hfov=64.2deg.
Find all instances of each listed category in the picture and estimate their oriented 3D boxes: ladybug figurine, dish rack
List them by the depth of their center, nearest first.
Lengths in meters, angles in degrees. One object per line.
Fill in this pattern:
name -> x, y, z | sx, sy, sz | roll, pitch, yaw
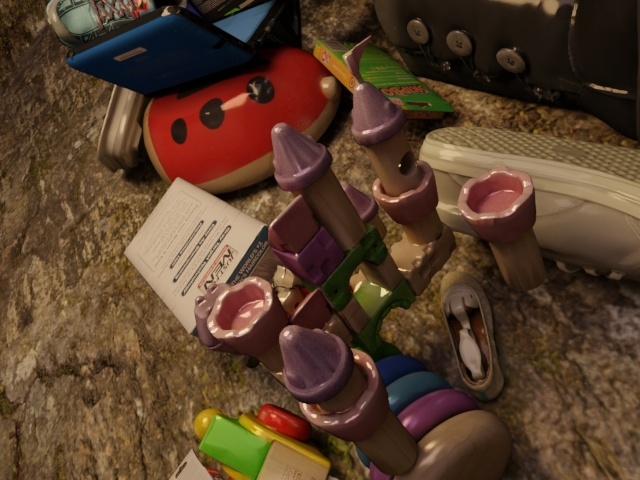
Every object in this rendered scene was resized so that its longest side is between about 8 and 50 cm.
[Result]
ladybug figurine -> -0.170, -0.244, 0.965 | 0.450, 0.162, 0.304 | -12, 57, 29
dish rack -> -0.394, -0.309, 1.118 | 0.285, 0.073, 0.332 | 178, 107, -75

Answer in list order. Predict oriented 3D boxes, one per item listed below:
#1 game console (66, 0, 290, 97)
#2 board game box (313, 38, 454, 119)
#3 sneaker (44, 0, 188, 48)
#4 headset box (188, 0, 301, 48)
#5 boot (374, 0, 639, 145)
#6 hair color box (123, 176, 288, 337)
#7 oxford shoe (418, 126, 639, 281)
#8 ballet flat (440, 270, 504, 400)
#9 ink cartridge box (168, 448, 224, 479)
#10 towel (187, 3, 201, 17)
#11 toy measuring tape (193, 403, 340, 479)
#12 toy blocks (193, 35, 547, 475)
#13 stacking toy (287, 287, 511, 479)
game console -> -0.235, -0.360, 0.861 | 0.293, 0.250, 0.173 | -3, 83, 36
board game box -> 0.096, -0.260, 0.825 | 0.259, 0.124, 0.039 | 56, 141, 44
sneaker -> -0.347, -0.411, 0.892 | 0.125, 0.104, 0.262 | -6, 23, 43
headset box -> -0.173, -0.544, 1.069 | 0.131, 0.283, 0.246 | -21, 52, 24
boot -> 0.233, -0.313, 0.601 | 0.146, 0.367, 0.445 | -36, 46, -10
hair color box -> -0.179, 0.024, 0.806 | 0.173, 0.105, 0.347 | -57, 37, -5
oxford shoe -> 0.308, -0.021, 0.530 | 0.450, 0.129, 0.169 | 19, 30, 33
ballet flat -> 0.172, 0.098, 0.590 | 0.057, 0.052, 0.168 | -25, 51, 21
ink cartridge box -> -0.157, 0.344, 0.685 | 0.115, 0.029, 0.062 | 33, 85, 44
towel -> -0.323, -0.528, 1.313 | 0.228, 0.076, 0.308 | -44, 47, 14
toy measuring tape -> -0.003, 0.280, 0.593 | 0.330, 0.121, 0.121 | 20, 75, 18
toy blocks -> 0.000, 0.000, 0.498 | 0.288, 0.260, 0.309 | -48, 37, -17
stacking toy -> 0.052, 0.155, 0.595 | 0.141, 0.141, 0.330 | -48, 42, 0
